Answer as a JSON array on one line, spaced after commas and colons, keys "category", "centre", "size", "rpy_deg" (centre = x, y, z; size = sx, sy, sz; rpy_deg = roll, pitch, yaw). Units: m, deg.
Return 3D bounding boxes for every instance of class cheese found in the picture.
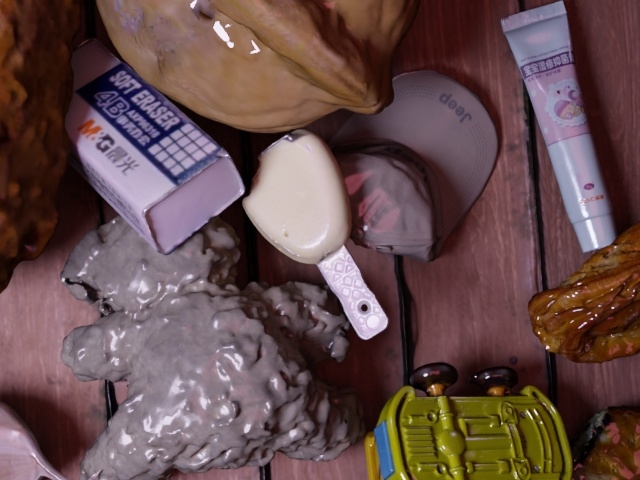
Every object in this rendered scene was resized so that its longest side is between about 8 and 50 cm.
[{"category": "cheese", "centre": [0.000, 0.000, 1.107], "size": [0.127, 0.050, 0.255], "rpy_deg": [-32, 76, 16]}]

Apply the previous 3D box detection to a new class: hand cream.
[{"category": "hand cream", "centre": [0.323, -0.147, 1.251], "size": [0.085, 0.058, 0.331], "rpy_deg": [-16, 83, 13]}]

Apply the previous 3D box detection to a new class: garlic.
[{"category": "garlic", "centre": [-0.392, 0.246, 1.111], "size": [0.267, 0.128, 0.148], "rpy_deg": [-21, 126, 27]}]

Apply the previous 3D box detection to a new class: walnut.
[{"category": "walnut", "centre": [-0.069, -0.309, 1.073], "size": [0.384, 0.383, 0.383], "rpy_deg": [0, 86, -4]}]

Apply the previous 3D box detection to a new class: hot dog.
[{"category": "hot dog", "centre": [0.392, 0.060, 1.186], "size": [0.259, 0.175, 0.114], "rpy_deg": [-33, 54, -4]}]

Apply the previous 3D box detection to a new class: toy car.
[{"category": "toy car", "centre": [0.173, 0.264, 1.156], "size": [0.248, 0.142, 0.200], "rpy_deg": [7, 58, -19]}]

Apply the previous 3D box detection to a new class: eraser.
[{"category": "eraser", "centre": [-0.227, -0.118, 1.121], "size": [0.130, 0.086, 0.287], "rpy_deg": [-38, 57, -15]}]

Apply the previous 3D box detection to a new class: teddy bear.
[{"category": "teddy bear", "centre": [-0.143, 0.106, 1.146], "size": [0.357, 0.224, 0.367], "rpy_deg": [-13, 72, -3]}]

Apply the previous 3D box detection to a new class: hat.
[{"category": "hat", "centre": [0.112, -0.101, 1.193], "size": [0.214, 0.149, 0.244], "rpy_deg": [34, 95, -2]}]

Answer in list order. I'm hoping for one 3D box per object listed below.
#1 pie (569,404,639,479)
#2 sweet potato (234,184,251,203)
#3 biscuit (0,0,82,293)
[{"category": "pie", "centre": [0.408, 0.378, 1.194], "size": [0.288, 0.103, 0.354], "rpy_deg": [35, 80, -1]}, {"category": "sweet potato", "centre": [-0.125, -0.076, 1.217], "size": [0.153, 0.038, 0.041], "rpy_deg": [22, 108, -4]}, {"category": "biscuit", "centre": [-0.442, -0.132, 1.076], "size": [0.343, 0.166, 0.395], "rpy_deg": [8, 85, 25]}]
